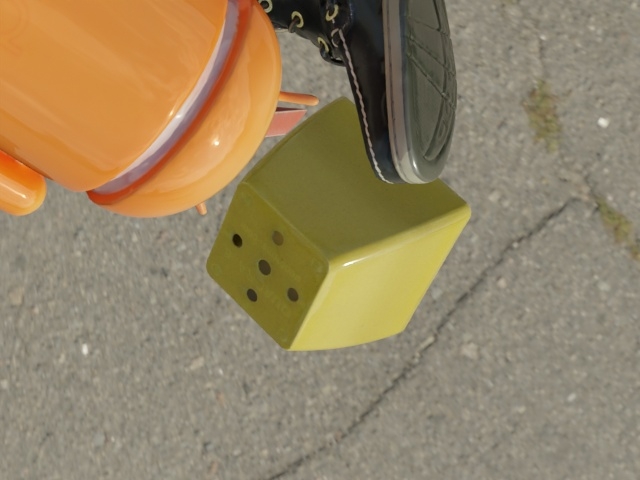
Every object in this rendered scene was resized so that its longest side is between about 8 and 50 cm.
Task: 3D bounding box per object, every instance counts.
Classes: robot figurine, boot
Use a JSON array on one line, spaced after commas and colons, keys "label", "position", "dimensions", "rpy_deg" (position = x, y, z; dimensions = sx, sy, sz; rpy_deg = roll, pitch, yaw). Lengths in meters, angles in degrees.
[{"label": "robot figurine", "position": [-0.109, -0.091, 0.549], "dimensions": [0.219, 0.128, 0.158], "rpy_deg": [33, 72, -31]}, {"label": "boot", "position": [-0.020, -0.130, 0.724], "dimensions": [0.178, 0.236, 0.085], "rpy_deg": [-13, 164, 22]}]

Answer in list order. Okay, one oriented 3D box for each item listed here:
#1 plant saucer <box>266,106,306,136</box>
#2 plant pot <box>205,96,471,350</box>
[{"label": "plant saucer", "position": [-0.185, -0.196, 1.983], "dimensions": [0.258, 0.259, 0.048], "rpy_deg": [7, 100, 20]}, {"label": "plant pot", "position": [0.000, 0.000, 1.362], "dimensions": [0.187, 0.212, 0.212], "rpy_deg": [-25, 151, -45]}]
